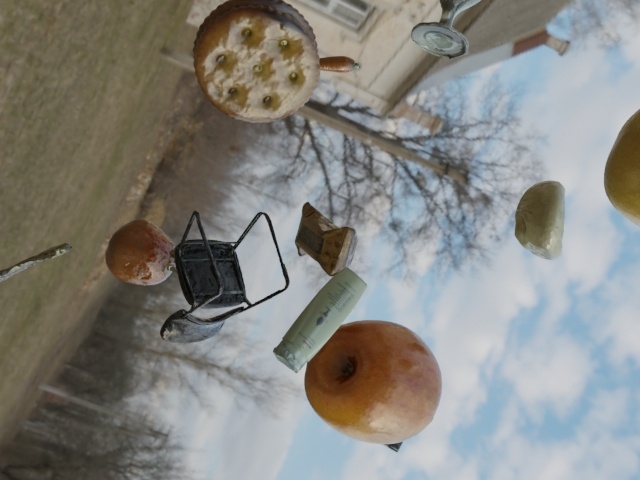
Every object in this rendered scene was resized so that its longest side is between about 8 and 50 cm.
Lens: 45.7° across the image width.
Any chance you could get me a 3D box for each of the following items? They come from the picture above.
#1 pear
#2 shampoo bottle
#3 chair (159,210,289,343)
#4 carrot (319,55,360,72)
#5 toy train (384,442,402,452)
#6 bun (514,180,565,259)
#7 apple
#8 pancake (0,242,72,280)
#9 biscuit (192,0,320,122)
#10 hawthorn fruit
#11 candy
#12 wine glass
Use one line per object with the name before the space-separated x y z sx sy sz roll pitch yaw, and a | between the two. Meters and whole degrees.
pear | 0.710 -0.146 1.445 0.314 0.314 0.314 -157 -90 -77
shampoo bottle | 0.001 0.146 1.399 0.212 0.072 0.049 -51 -174 -19
chair | -0.179 0.064 1.257 0.221 0.140 0.145 -42 -121 42
carrot | 0.010 -0.357 1.532 0.035 0.142 0.035 -177 -90 -88
toy train | 0.126 0.526 2.192 0.055 0.252 0.048 -58 -172 -13
bun | 0.596 -0.053 2.061 0.231 0.133 0.231 2 90 -75
apple | 0.117 0.323 1.763 0.299 0.275 0.299 -25 -128 37
pancake | -0.502 0.051 1.237 0.184 0.020 0.190 -15 -166 42
biscuit | -0.108 -0.305 1.289 0.220 0.220 0.066 -59 -155 33
hawthorn fruit | -0.365 0.029 1.635 0.149 0.189 0.149 -172 -90 -82
candy | 0.000 0.000 1.878 0.271 0.101 0.143 34 -69 60
wine glass | 0.265 -0.485 1.467 0.126 0.126 0.241 157 -45 -72
